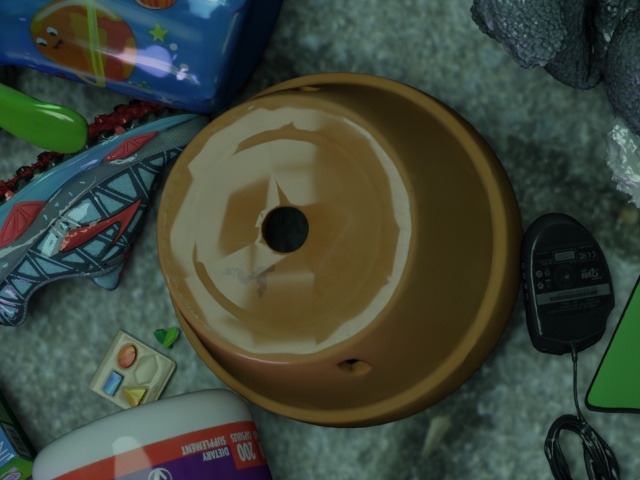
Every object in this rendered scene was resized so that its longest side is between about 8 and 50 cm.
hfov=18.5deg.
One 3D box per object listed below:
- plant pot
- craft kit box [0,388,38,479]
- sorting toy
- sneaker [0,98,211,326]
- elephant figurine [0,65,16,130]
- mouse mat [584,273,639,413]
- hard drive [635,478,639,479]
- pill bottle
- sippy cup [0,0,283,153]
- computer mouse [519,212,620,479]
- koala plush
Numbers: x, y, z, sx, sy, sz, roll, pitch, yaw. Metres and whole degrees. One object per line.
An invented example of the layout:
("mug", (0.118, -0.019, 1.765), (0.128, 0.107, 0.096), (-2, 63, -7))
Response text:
("plant pot", (0.000, 0.000, 1.525), (0.291, 0.203, 0.291), (-1, 84, 14))
("craft kit box", (-0.392, 0.160, 1.667), (0.246, 0.061, 0.250), (-36, 66, 6))
("sorting toy", (-0.153, 0.102, 1.653), (0.062, 0.012, 0.083), (30, 93, 15))
("sneaker", (-0.191, -0.024, 1.647), (0.262, 0.104, 0.125), (-33, 107, 1))
("elephant figurine", (-0.396, -0.133, 1.676), (0.239, 0.169, 0.186), (-13, 52, 29))
("mouse mat", (0.282, 0.064, 1.461), (0.007, 0.189, 0.152), (36, 71, -25))
("hard drive", (0.218, 0.372, 1.440), (0.233, 0.047, 0.353), (-29, 66, 39))
("pill bottle", (-0.098, 0.290, 1.535), (0.181, 0.181, 0.323), (-21, 81, 12))
("sippy cup", (-0.149, -0.214, 1.569), (0.224, 0.240, 0.305), (23, 94, 6))
("computer mouse", (0.198, 0.098, 1.554), (0.071, 0.041, 0.242), (-5, 88, -11))
("koala plush", (0.245, -0.151, 1.493), (0.196, 0.203, 0.221), (-44, 87, -5))
